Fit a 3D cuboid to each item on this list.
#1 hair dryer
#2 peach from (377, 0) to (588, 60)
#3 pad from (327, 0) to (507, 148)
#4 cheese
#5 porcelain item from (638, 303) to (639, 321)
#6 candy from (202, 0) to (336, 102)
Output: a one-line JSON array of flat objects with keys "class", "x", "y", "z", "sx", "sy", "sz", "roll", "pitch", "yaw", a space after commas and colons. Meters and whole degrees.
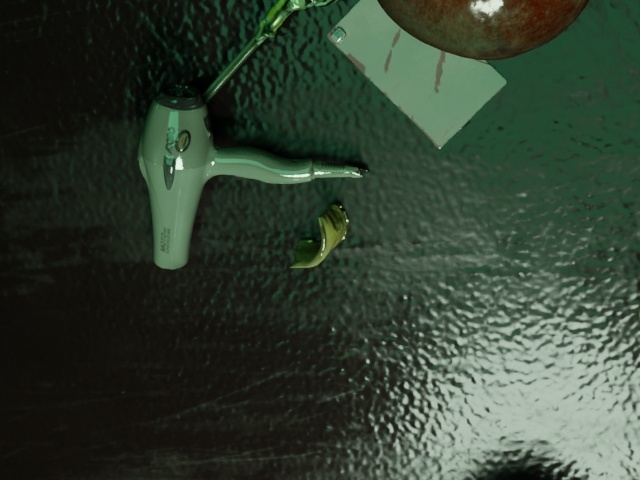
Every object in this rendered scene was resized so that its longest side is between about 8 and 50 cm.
[{"class": "hair dryer", "x": -0.108, "y": -0.044, "z": 1.386, "sx": 0.267, "sy": 0.092, "sz": 0.229, "roll": 25, "pitch": 118, "yaw": -5}, {"class": "peach", "x": 0.161, "y": -0.298, "z": 1.159, "sx": 0.252, "sy": 0.252, "sz": 0.252, "roll": 4, "pitch": 106, "yaw": 13}, {"class": "pad", "x": 0.109, "y": -0.208, "z": 1.316, "sx": 0.188, "sy": 0.006, "sz": 0.113, "roll": 45, "pitch": 110, "yaw": -2}, {"class": "cheese", "x": 0.000, "y": 0.001, "z": 1.376, "sx": 0.041, "sy": 0.060, "sz": 0.084, "roll": 40, "pitch": 117, "yaw": 0}, {"class": "porcelain item", "x": 0.454, "y": 0.040, "z": 1.218, "sx": 0.253, "sy": 0.253, "sz": 0.253, "roll": 4, "pitch": 106, "yaw": 13}, {"class": "candy", "x": -0.071, "y": -0.244, "z": 1.319, "sx": 0.091, "sy": 0.083, "sz": 0.305, "roll": 26, "pitch": 124, "yaw": -34}]
